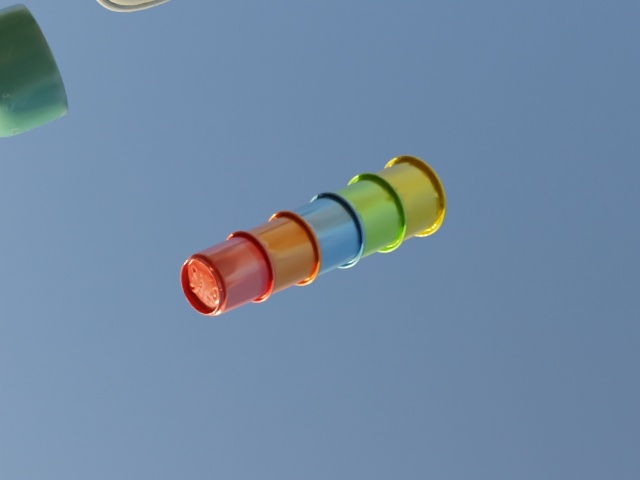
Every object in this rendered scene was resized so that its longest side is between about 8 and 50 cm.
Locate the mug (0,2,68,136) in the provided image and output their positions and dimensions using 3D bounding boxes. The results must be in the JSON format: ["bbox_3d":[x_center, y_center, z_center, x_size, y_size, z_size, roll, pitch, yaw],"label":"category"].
[{"bbox_3d":[-0.343,-0.175,1.416,0.097,0.158,0.129,-25,-84,-18],"label":"mug"}]

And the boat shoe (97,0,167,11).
[{"bbox_3d":[-0.062,-0.315,1.032,0.335,0.112,0.095,-42,-125,3],"label":"boat shoe"}]

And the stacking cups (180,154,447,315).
[{"bbox_3d":[0.000,0.000,1.356,0.096,0.316,0.096,21,-58,37],"label":"stacking cups"}]
